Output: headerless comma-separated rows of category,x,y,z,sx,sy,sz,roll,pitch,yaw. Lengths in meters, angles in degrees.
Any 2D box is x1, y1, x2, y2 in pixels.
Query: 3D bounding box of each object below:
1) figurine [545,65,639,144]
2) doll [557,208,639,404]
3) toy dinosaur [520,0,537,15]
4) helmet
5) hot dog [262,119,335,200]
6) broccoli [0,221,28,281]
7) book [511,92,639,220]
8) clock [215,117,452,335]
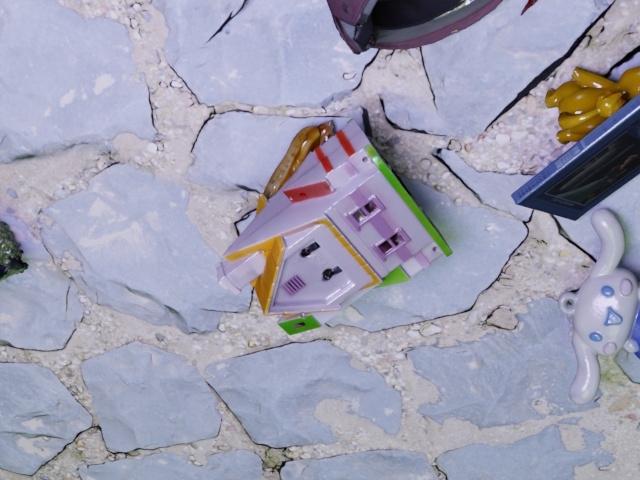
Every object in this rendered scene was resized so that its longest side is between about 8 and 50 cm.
figurine,0.405,-0.195,1.183,0.176,0.122,0.121,-21,98,18
doll,0.512,0.093,1.360,0.242,0.159,0.311,-5,99,28
toy dinosaur,0.342,-0.379,1.130,0.108,0.032,0.220,28,125,-12
helmet,0.117,-0.369,1.047,0.271,0.338,0.197,-24,88,14
hot dog,-0.033,-0.094,1.363,0.092,0.062,0.236,21,121,-20
broccoli,-0.660,0.025,1.468,0.273,0.242,0.180,-21,95,15
book,0.422,-0.124,1.216,0.191,0.025,0.269,9,139,-48
clock,0.000,0.000,1.302,0.309,0.166,0.235,-37,125,7
